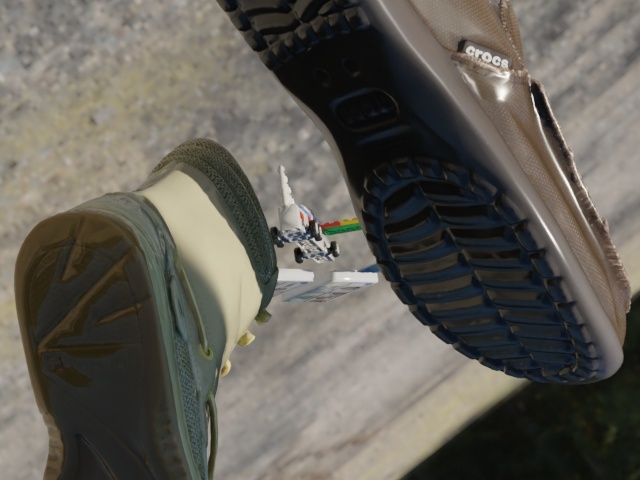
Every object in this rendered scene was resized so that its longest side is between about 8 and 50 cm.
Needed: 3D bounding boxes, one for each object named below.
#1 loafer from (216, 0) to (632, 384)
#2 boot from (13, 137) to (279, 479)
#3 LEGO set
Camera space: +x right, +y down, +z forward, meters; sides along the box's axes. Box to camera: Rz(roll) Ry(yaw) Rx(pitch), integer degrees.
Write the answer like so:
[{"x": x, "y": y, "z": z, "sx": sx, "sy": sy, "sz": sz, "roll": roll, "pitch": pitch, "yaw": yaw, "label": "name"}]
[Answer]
[{"x": 0.079, "y": -0.075, "z": 0.829, "sx": 0.134, "sy": 0.366, "sz": 0.130, "roll": -3, "pitch": -142, "yaw": 48, "label": "loafer"}, {"x": -0.082, "y": 0.087, "z": 0.826, "sx": 0.095, "sy": 0.262, "sz": 0.203, "roll": -2, "pitch": -164, "yaw": 15, "label": "boot"}, {"x": 0.000, "y": 0.000, "z": 1.168, "sx": 0.182, "sy": 0.060, "sz": 0.244, "roll": 2, "pitch": 164, "yaw": -36, "label": "LEGO set"}]
